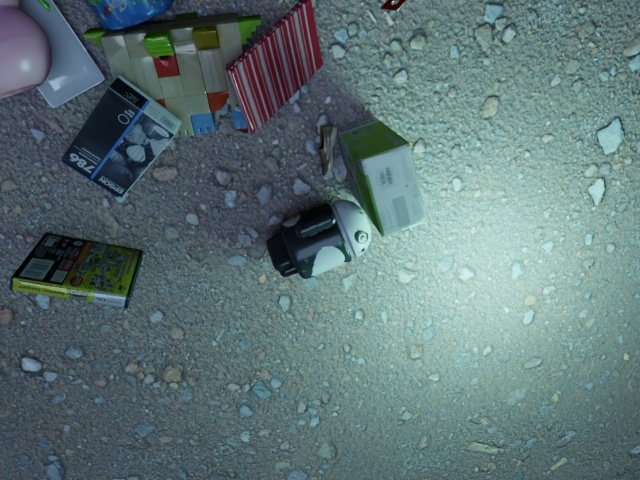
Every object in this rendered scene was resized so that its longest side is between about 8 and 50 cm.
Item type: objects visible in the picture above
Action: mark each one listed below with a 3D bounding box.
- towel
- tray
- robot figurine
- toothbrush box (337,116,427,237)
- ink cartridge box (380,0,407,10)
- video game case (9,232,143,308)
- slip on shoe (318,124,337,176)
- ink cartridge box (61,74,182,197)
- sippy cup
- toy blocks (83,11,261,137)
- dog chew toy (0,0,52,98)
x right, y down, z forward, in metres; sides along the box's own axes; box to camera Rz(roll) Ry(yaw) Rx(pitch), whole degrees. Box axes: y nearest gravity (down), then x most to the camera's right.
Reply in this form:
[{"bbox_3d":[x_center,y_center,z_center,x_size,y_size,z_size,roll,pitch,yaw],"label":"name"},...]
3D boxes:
[{"bbox_3d":[-0.095,-0.396,1.198,0.275,0.031,0.199,-49,153,-19],"label":"towel"},{"bbox_3d":[-0.620,-0.448,1.179,0.145,0.030,0.270,-28,117,3],"label":"tray"},{"bbox_3d":[0.000,0.001,1.428,0.278,0.209,0.173,-23,105,3],"label":"robot figurine"},{"bbox_3d":[0.145,-0.167,1.321,0.122,0.283,0.206,-19,117,-1],"label":"toothbrush box"},{"bbox_3d":[0.212,-0.638,1.198,0.078,0.134,0.231,38,102,-25],"label":"ink cartridge box"},{"bbox_3d":[-0.576,0.067,1.290,0.248,0.275,0.035,12,109,-16],"label":"video game case"},{"bbox_3d":[0.012,-0.235,1.392,0.041,0.051,0.135,3,111,-18],"label":"slip on shoe"},{"bbox_3d":[-0.476,-0.211,1.224,0.165,0.065,0.333,35,131,-23],"label":"ink cartridge box"},{"bbox_3d":[-0.417,-0.563,1.071,0.306,0.240,0.224,-6,128,17],"label":"sippy cup"},{"bbox_3d":[-0.310,-0.361,1.216,0.381,0.190,0.261,-8,126,-4],"label":"toy blocks"},{"bbox_3d":[-0.682,-0.454,1.042,0.207,0.206,0.331,-20,109,-2],"label":"dog chew toy"}]
